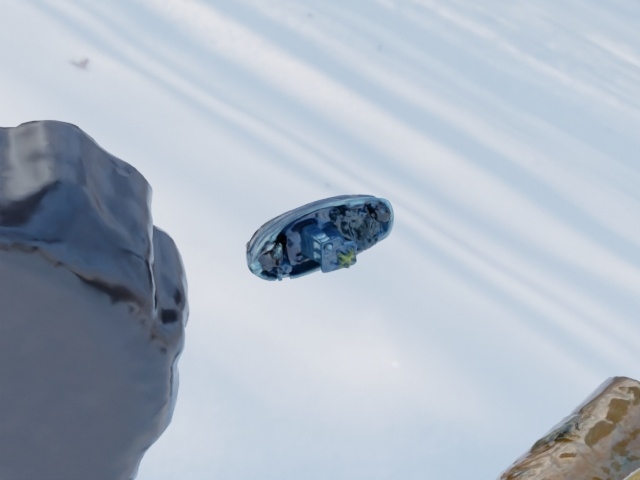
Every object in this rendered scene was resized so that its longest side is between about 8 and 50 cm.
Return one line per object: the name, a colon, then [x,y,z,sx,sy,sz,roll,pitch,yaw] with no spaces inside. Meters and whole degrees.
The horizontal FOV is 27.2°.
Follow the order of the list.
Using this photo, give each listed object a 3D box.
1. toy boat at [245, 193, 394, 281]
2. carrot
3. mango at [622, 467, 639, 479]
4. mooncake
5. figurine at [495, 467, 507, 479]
toy boat: [0.000,0.000,1.086,0.137,0.060,0.061,-15,34,-23]
carrot: [0.130,0.219,0.845,0.302,0.139,0.138,-36,54,-22]
mango: [0.163,0.135,0.518,0.115,0.165,0.089,58,9,17]
mooncake: [-0.283,0.067,1.042,0.212,0.350,0.381,-101,172,-47]
figurine: [0.260,0.335,1.527,0.176,0.122,0.121,50,59,-6]
